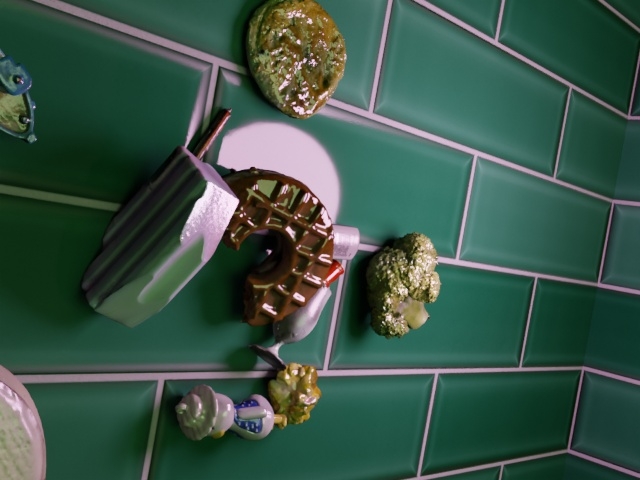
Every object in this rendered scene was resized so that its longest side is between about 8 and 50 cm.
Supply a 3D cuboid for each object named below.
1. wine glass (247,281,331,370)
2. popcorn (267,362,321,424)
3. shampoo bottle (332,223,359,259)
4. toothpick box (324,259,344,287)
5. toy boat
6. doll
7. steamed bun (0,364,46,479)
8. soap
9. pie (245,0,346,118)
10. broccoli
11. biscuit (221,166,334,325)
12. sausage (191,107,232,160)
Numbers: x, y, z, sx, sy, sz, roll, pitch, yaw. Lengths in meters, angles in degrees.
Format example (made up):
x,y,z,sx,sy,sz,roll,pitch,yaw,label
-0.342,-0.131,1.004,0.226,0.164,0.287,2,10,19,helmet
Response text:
x,y,z,sx,sy,sz,roll,pitch,yaw,label
-0.066,0.188,1.804,0.222,0.103,0.103,-55,131,-24,wine glass
-0.061,0.363,1.833,0.126,0.126,0.145,44,47,-68,popcorn
0.000,0.000,1.862,0.227,0.055,0.086,4,101,-46,shampoo bottle
0.016,0.088,1.903,0.083,0.047,0.047,-42,125,-31,toothpick box
-0.522,-0.253,1.250,0.088,0.102,0.215,-41,125,-30,toy boat
-0.197,0.385,1.688,0.293,0.138,0.119,24,53,-45,doll
-0.614,0.335,1.167,0.374,0.241,0.375,-13,109,-39,steamed bun
-0.305,0.002,1.457,0.324,0.193,0.109,-46,137,5,soap
-0.048,-0.412,1.718,0.277,0.078,0.277,-10,104,-46,pie
0.234,0.150,2.038,0.254,0.186,0.302,-37,116,-46,broccoli
-0.106,-0.001,1.671,0.268,0.115,0.366,-26,123,-14,biscuit
-0.238,-0.199,1.603,0.198,0.025,0.028,-60,164,-18,sausage
